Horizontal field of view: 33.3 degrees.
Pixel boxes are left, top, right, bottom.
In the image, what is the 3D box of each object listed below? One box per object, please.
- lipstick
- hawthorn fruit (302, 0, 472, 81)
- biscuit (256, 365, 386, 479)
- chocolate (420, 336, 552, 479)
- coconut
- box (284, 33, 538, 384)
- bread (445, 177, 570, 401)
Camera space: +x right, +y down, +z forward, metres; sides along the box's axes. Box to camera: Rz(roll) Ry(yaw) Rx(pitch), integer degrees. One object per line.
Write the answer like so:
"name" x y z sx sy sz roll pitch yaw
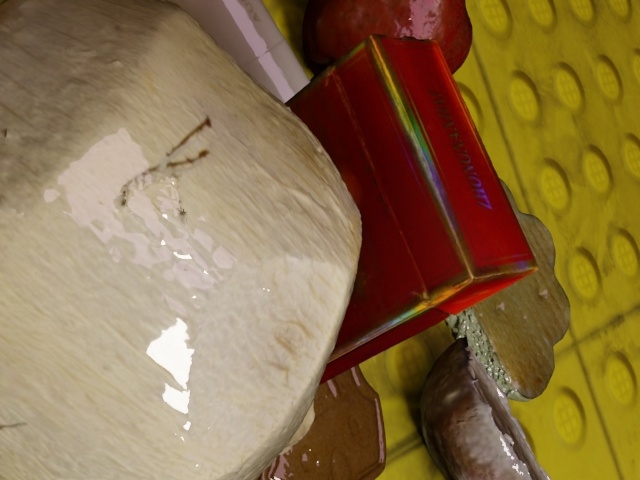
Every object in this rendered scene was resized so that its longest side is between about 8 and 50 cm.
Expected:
"lipstick" -0.093 -0.208 1.029 0.326 0.087 0.087 58 44 -13
"hawthorn fruit" 0.059 -0.222 1.140 0.202 0.185 0.185 -47 111 -26
"biscuit" -0.016 0.151 1.018 0.182 0.034 0.215 -27 96 -47
"chocolate" 0.195 0.261 1.126 0.303 0.100 0.185 56 6 -13
"coconut" -0.148 0.026 0.708 0.360 0.346 0.346 50 47 -21
"box" 0.000 0.001 0.861 0.089 0.313 0.197 -6 70 -45
"bread" 0.210 0.041 1.271 0.207 0.056 0.286 -31 99 -43
